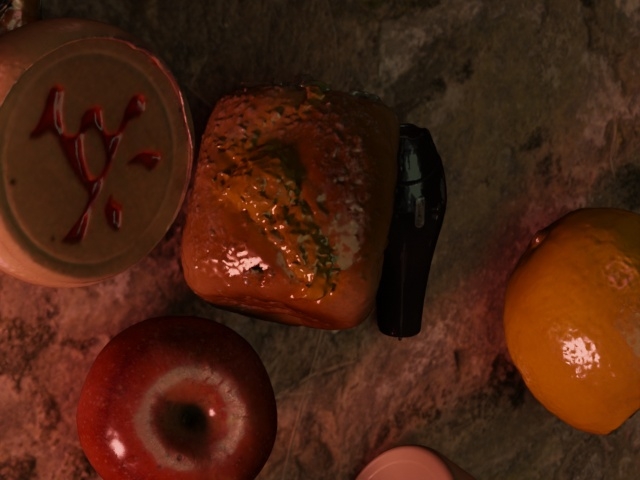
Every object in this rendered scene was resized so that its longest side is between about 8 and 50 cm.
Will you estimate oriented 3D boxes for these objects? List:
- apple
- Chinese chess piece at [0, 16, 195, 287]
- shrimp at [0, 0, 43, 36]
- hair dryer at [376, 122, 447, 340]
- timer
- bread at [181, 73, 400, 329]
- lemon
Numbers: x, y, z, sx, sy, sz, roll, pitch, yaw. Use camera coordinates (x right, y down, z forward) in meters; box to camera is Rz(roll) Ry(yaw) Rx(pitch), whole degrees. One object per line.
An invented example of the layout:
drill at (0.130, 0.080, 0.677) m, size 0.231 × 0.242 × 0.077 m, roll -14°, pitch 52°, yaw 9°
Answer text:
apple at (-0.143, 0.171, 1.612) m, size 0.201 × 0.162 × 0.201 m, roll 1°, pitch 88°, yaw -24°
Chinese chess piece at (-0.233, -0.081, 1.521) m, size 0.250 × 0.103 × 0.249 m, roll -13°, pitch 110°, yaw -41°
shrimp at (-0.370, -0.215, 1.485) m, size 0.262 × 0.051 × 0.198 m, roll 3°, pitch 89°, yaw -33°
hair dryer at (0.000, 0.000, 1.726) m, size 0.272 × 0.091 × 0.235 m, roll -4°, pitch 111°, yaw -17°
timer at (0.168, 0.340, 1.826) m, size 0.266 × 0.175 × 0.175 m, roll 25°, pitch 85°, yaw -41°
bread at (-0.025, -0.051, 1.582) m, size 0.195 × 0.176 × 0.246 m, roll 7°, pitch 73°, yaw 3°
lemon at (0.307, 0.076, 1.810) m, size 0.240 × 0.240 × 0.219 m, roll -39°, pitch 83°, yaw -19°
